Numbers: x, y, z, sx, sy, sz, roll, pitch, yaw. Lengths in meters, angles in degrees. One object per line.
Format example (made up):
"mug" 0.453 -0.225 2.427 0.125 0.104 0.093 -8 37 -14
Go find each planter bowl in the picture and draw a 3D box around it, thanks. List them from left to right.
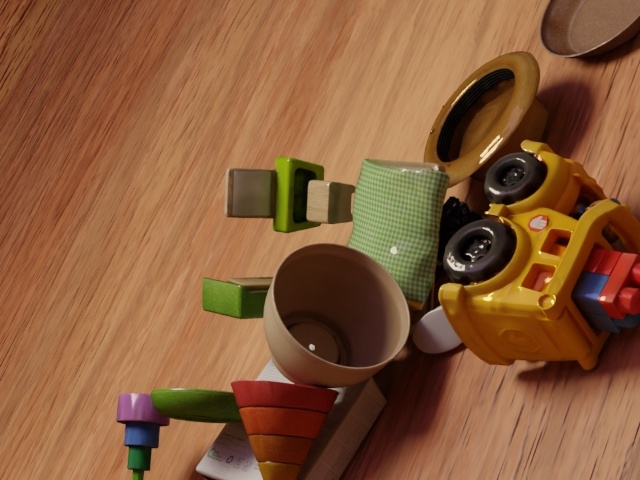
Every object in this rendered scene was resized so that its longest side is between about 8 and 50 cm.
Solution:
"planter bowl" 0.005 0.099 1.891 0.109 0.162 0.162 122 166 -49

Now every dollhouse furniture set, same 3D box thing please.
"dollhouse furniture set" 0.000 0.000 2.008 0.301 0.151 0.197 8 96 57

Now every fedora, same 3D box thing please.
"fedora" 0.207 -0.130 2.023 0.194 0.079 0.194 -41 30 30

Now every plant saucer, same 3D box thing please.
"plant saucer" 0.351 -0.289 2.051 0.198 0.036 0.198 -36 30 25

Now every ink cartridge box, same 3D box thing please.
"ink cartridge box" -0.021 0.204 1.986 0.223 0.045 0.224 8 61 57

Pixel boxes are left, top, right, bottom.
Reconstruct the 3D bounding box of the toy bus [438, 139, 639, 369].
"toy bus" 0.256 0.017 1.721 0.211 0.149 0.220 5 56 42

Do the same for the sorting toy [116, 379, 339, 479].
"sorting toy" -0.122 0.234 1.964 0.365 0.127 0.126 -11 72 49

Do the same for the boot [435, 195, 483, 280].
"boot" 0.132 -0.009 2.023 0.099 0.045 0.121 -53 34 -1

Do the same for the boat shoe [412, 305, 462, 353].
"boat shoe" 0.163 0.077 1.879 0.142 0.049 0.040 -37 -3 27
